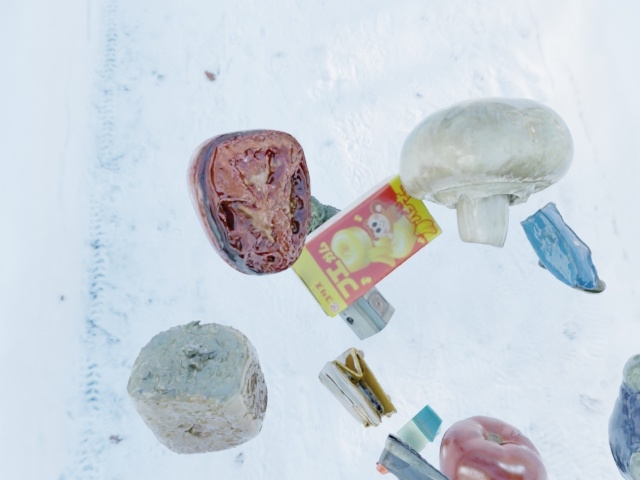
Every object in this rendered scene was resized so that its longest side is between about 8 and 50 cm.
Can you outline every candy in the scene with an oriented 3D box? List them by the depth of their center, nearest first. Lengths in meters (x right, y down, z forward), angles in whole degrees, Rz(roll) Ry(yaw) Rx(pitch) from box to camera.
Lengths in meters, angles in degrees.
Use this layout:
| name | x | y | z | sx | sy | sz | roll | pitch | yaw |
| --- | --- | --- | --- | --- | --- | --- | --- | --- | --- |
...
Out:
| name | x | y | z | sx | sy | sz | roll | pitch | yaw |
| --- | --- | --- | --- | --- | --- | --- | --- | --- | --- |
| candy | 0.078 | 0.006 | 0.793 | 0.276 | 0.088 | 0.146 | -38 | 100 | -7 |

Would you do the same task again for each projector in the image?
| name | x | y | z | sx | sy | sz | roll | pitch | yaw |
| --- | --- | --- | --- | --- | --- | --- | --- | --- | --- |
| projector | 0.096 | 0.149 | 0.878 | 0.082 | 0.083 | 0.083 | 49 | 42 | -2 |

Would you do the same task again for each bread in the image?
| name | x | y | z | sx | sy | sz | roll | pitch | yaw |
| --- | --- | --- | --- | --- | --- | --- | --- | --- | --- |
| bread | -0.199 | 0.239 | 0.717 | 0.195 | 0.247 | 0.176 | -5 | 43 | 0 |

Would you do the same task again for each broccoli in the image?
| name | x | y | z | sx | sy | sz | roll | pitch | yaw |
| --- | --- | --- | --- | --- | --- | --- | --- | --- | --- |
| broccoli | 0.000 | 0.000 | 1.473 | 0.283 | 0.304 | 0.321 | -42 | 47 | -19 |

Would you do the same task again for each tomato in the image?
| name | x | y | z | sx | sy | sz | roll | pitch | yaw |
| --- | --- | --- | --- | --- | --- | --- | --- | --- | --- |
| tomato | -0.089 | -0.042 | 0.490 | 0.082 | 0.166 | 0.174 | 10 | 113 | 36 |
| tomato | 0.463 | 0.643 | 1.158 | 0.298 | 0.298 | 0.227 | 8 | 102 | 4 |

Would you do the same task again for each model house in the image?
| name | x | y | z | sx | sy | sz | roll | pitch | yaw |
| --- | --- | --- | --- | --- | --- | --- | --- | --- | --- |
| model house | 0.361 | 0.661 | 1.457 | 0.100 | 0.127 | 0.149 | 45 | 104 | 26 |

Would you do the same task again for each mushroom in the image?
| name | x | y | z | sx | sy | sz | roll | pitch | yaw |
| --- | --- | --- | --- | --- | --- | --- | --- | --- | --- |
| mushroom | 0.262 | -0.102 | 0.671 | 0.260 | 0.253 | 0.235 | -9 | 82 | 36 |

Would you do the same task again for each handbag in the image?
| name | x | y | z | sx | sy | sz | roll | pitch | yaw |
| --- | --- | --- | --- | --- | --- | --- | --- | --- | --- |
| handbag | 0.135 | 0.565 | 1.568 | 0.133 | 0.401 | 0.283 | -30 | 73 | -20 |

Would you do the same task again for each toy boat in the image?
| name | x | y | z | sx | sy | sz | roll | pitch | yaw |
| --- | --- | --- | --- | --- | --- | --- | --- | --- | --- |
| toy boat | 0.452 | 0.017 | 0.764 | 0.077 | 0.075 | 0.186 | -10 | 63 | -26 |

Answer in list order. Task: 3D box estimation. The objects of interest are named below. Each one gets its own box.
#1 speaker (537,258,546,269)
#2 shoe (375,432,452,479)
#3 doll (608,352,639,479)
| name | x | y | z | sx | sy | sz | roll | pitch | yaw |
| --- | --- | --- | --- | --- | --- | --- | --- | --- | --- |
| speaker | 0.810 | 0.071 | 1.457 | 0.060 | 0.094 | 0.076 | 10 | 111 | 5 |
| shoe | 0.190 | 0.451 | 0.768 | 0.194 | 0.074 | 0.077 | 36 | 76 | 16 |
| doll | 0.488 | 0.262 | 0.483 | 0.258 | 0.154 | 0.228 | 10 | 44 | 19 |
